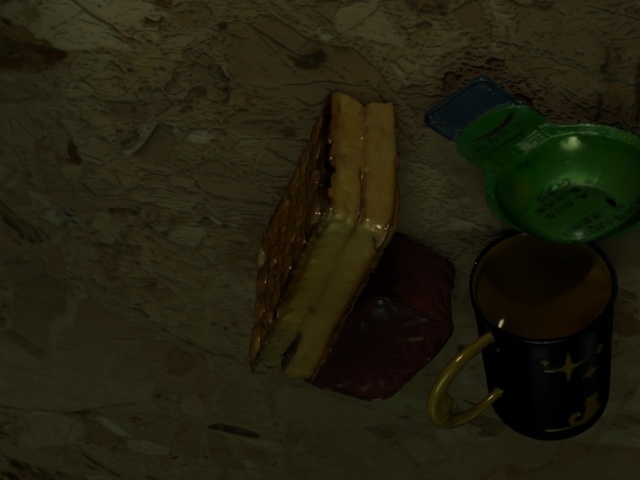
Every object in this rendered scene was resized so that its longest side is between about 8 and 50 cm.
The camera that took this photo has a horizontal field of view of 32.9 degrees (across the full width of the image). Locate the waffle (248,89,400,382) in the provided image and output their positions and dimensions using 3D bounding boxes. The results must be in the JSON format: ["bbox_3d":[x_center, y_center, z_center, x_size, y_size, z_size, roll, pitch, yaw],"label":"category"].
[{"bbox_3d":[0.001,0.000,1.263,0.091,0.212,0.308,13,137,-12],"label":"waffle"}]

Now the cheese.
[{"bbox_3d":[0.258,-0.084,1.226,0.320,0.083,0.204,32,135,-28],"label":"cheese"}]

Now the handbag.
[{"bbox_3d":[0.078,0.104,1.429,0.147,0.135,0.225,23,132,-16],"label":"handbag"}]

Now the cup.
[{"bbox_3d":[0.249,0.140,1.398,0.255,0.178,0.256,-12,138,2],"label":"cup"}]
